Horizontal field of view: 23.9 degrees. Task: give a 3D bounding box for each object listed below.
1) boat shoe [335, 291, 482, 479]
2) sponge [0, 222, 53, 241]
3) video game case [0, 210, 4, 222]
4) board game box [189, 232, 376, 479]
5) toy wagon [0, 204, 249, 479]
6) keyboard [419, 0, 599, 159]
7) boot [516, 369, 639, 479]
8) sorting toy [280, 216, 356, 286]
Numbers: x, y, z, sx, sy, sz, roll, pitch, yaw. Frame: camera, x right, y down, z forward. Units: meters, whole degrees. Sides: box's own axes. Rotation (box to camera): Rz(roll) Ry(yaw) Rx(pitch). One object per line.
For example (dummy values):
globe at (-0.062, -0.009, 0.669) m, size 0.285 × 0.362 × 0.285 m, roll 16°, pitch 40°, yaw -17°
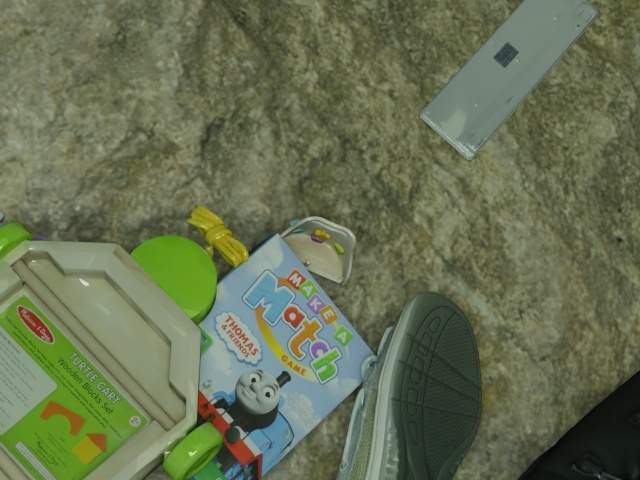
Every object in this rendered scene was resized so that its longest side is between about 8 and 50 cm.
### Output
boat shoe at (0.063, 0.197, 1.360) m, size 0.118 × 0.103 × 0.320 m, roll 29°, pitch 62°, yaw -36°
sponge at (-0.264, 0.098, 1.333) m, size 0.117 × 0.031 × 0.210 m, roll 19°, pitch 65°, yaw -9°
video game case at (-0.388, -0.022, 1.347) m, size 0.143 × 0.019 × 0.157 m, roll 45°, pitch 64°, yaw 3°
board game box at (-0.068, 0.119, 1.371) m, size 0.211 × 0.039 × 0.160 m, roll -41°, pitch 96°, yaw -27°
toy wagon at (-0.202, 0.106, 1.268) m, size 0.344 × 0.068 × 0.267 m, roll -40°, pitch 75°, yaw -19°
keyboard at (0.204, -0.189, 1.605) m, size 0.072 × 0.014 × 0.256 m, roll 40°, pitch 63°, yaw 6°
boot at (0.337, 0.300, 1.322) m, size 0.445 × 0.146 × 0.367 m, roll -26°, pitch 69°, yaw -40°
sorting toy at (0.000, 0.000, 1.430) m, size 0.083 × 0.075 × 0.044 m, roll 23°, pitch 65°, yaw -9°
